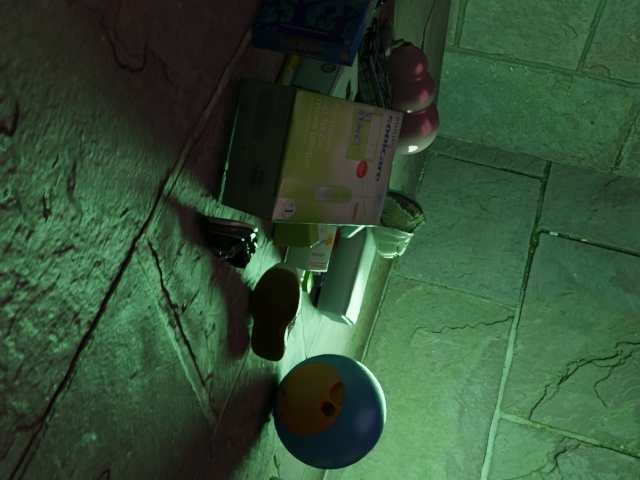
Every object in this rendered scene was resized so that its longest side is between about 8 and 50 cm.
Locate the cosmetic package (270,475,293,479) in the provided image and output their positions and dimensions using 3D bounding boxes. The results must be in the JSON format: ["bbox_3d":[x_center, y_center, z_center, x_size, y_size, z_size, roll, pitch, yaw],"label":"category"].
[{"bbox_3d":[-0.117,0.790,2.175,0.238,0.127,0.107,-60,161,-48],"label":"cosmetic package"}]

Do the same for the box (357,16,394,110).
[{"bbox_3d":[0.125,-0.393,1.874,0.175,0.051,0.220,-78,156,-43],"label":"box"}]

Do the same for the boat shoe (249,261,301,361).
[{"bbox_3d":[-0.087,0.129,1.596,0.277,0.098,0.096,106,6,-45],"label":"boat shoe"}]

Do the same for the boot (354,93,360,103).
[{"bbox_3d":[0.043,-0.224,1.823,0.269,0.089,0.236,-50,139,-68],"label":"boot"}]

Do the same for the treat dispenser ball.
[{"bbox_3d":[0.022,0.434,1.993,0.288,0.288,0.288,14,90,-79],"label":"treat dispenser ball"}]

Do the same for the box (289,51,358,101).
[{"bbox_3d":[-0.009,-0.252,1.511,0.169,0.087,0.290,85,22,-58],"label":"box"}]

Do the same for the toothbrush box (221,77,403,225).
[{"bbox_3d":[-0.007,-0.138,1.291,0.283,0.122,0.206,1,104,-52],"label":"toothbrush box"}]

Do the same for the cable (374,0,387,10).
[{"bbox_3d":[0.113,-0.525,1.659,0.047,0.184,0.150,60,33,-3],"label":"cable"}]

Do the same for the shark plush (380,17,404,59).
[{"bbox_3d":[0.157,-0.530,2.150,0.161,0.073,0.067,-52,143,-11],"label":"shark plush"}]

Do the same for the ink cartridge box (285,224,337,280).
[{"bbox_3d":[-0.021,0.012,1.786,0.104,0.061,0.181,5,100,-62],"label":"ink cartridge box"}]

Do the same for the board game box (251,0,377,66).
[{"bbox_3d":[0.003,-0.377,1.231,0.047,0.160,0.210,85,21,-58],"label":"board game box"}]

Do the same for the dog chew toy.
[{"bbox_3d":[0.253,-0.426,2.325,0.207,0.206,0.332,-62,155,-50],"label":"dog chew toy"}]

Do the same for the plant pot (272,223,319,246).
[{"bbox_3d":[-0.049,-0.034,1.612,0.081,0.081,0.083,-32,125,-74],"label":"plant pot"}]

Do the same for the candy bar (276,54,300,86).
[{"bbox_3d":[-0.052,-0.318,1.392,0.040,0.018,0.161,72,34,-64],"label":"candy bar"}]

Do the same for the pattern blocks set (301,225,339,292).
[{"bbox_3d":[0.000,0.000,2.019,0.325,0.026,0.285,88,20,-55],"label":"pattern blocks set"}]

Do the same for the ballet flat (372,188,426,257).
[{"bbox_3d":[0.220,-0.036,2.306,0.483,0.164,0.182,18,88,-83],"label":"ballet flat"}]

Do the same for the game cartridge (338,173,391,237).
[{"bbox_3d":[0.120,-0.172,2.023,0.198,0.062,0.297,-33,-137,56],"label":"game cartridge"}]

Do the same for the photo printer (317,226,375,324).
[{"bbox_3d":[0.084,0.086,2.333,0.256,0.107,0.308,53,51,-75],"label":"photo printer"}]

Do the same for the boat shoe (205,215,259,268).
[{"bbox_3d":[-0.138,0.006,1.234,0.206,0.075,0.065,60,42,-81],"label":"boat shoe"}]
